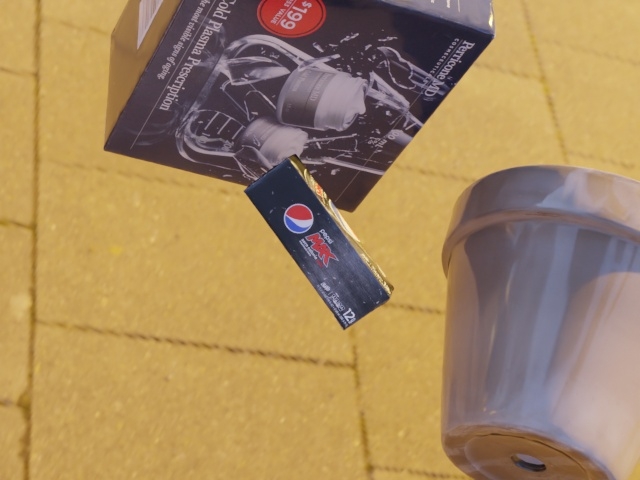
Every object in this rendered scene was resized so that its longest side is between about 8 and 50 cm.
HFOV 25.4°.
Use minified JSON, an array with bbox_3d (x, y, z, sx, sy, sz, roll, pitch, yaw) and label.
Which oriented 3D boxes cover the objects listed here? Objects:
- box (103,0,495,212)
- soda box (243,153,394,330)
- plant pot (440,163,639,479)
[{"bbox_3d":[-0.033,-0.221,1.534,0.313,0.343,0.179,13,53,-21],"label":"box"},{"bbox_3d":[0.000,0.000,1.377,0.169,0.060,0.053,54,10,-3],"label":"soda box"},{"bbox_3d":[0.256,0.121,1.522,0.323,0.323,0.280,26,61,-5],"label":"plant pot"}]
